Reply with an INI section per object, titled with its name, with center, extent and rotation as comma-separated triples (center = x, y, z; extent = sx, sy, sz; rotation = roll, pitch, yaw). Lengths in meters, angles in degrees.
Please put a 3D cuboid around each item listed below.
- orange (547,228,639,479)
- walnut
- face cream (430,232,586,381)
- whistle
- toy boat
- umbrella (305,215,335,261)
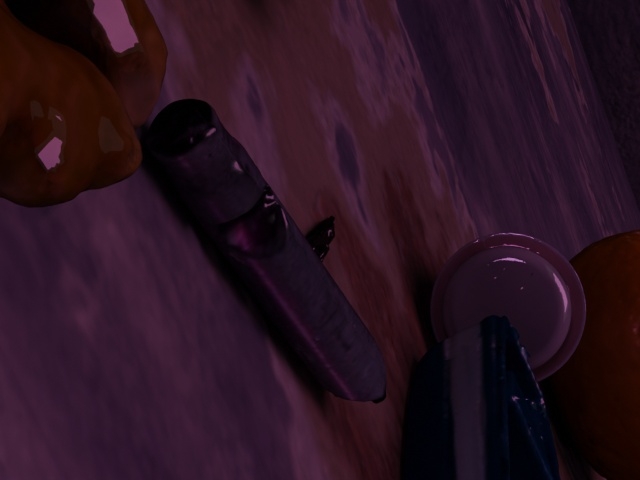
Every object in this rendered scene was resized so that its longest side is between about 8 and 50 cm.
[orange]
center = 0.279, 0.098, 1.211
extent = 0.219, 0.193, 0.219
rotation = 60, 3, -5
[walnut]
center = -0.100, -0.085, 0.352
extent = 0.143, 0.069, 0.170
rotation = -80, 147, -55
[face cream]
center = 0.113, 0.041, 0.883
extent = 0.095, 0.091, 0.091
rotation = 6, 67, -80
[whistle]
center = -0.017, 0.010, 0.588
extent = 0.176, 0.033, 0.033
rotation = 56, 23, -43
[toy boat]
center = 0.081, 0.153, 0.709
extent = 0.299, 0.062, 0.096
rotation = -83, 151, -57
[umbrella]
center = -0.002, 0.002, 0.678
extent = 0.013, 0.022, 0.122
rotation = 45, 8, -4
